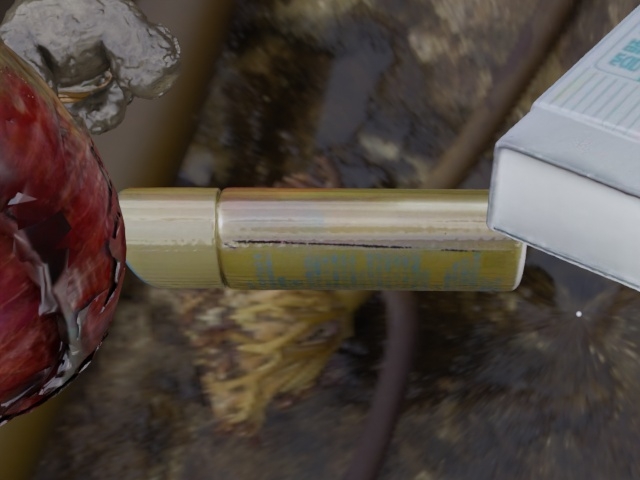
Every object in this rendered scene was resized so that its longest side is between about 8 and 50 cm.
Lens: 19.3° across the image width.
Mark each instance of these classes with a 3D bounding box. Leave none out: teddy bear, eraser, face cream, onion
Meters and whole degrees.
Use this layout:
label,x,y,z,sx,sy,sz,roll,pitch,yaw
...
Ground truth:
label,x,y,z,sx,sy,sz,roll,pitch,yaw
teddy bear,-0.214,-0.155,1.655,0.177,0.190,0.140,-21,75,-9
eraser,0.168,-0.062,0.824,0.096,0.225,0.052,24,132,24
face cream,0.000,0.000,1.331,0.285,0.139,0.067,0,75,2
onion,-0.153,-0.016,0.596,0.184,0.184,0.147,-13,45,7
